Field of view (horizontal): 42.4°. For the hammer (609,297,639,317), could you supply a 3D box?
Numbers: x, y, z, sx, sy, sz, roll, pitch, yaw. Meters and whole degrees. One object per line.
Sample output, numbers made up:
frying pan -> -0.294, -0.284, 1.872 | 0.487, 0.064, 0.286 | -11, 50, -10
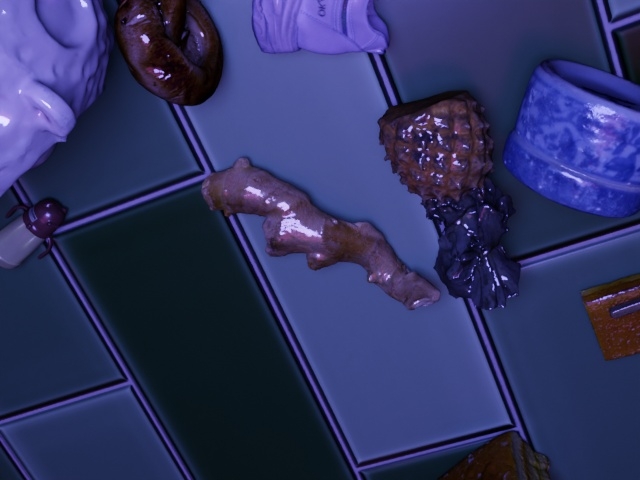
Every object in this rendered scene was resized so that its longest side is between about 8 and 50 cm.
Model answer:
hammer -> 0.439, 0.027, 0.839 | 0.292, 0.029, 0.058 | -23, 108, 18

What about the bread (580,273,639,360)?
bread -> 0.352, 0.084, 0.930 | 0.094, 0.035, 0.090 | -19, 112, 15

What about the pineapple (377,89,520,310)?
pineapple -> 0.144, -0.036, 0.855 | 0.111, 0.119, 0.237 | -18, 108, 15

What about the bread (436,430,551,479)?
bread -> 0.177, 0.358, 0.999 | 0.110, 0.184, 0.234 | 38, 112, -8

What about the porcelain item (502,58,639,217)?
porcelain item -> 0.257, -0.096, 0.793 | 0.147, 0.147, 0.114 | 17, 118, -2

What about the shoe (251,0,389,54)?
shoe -> 0.015, -0.285, 0.764 | 0.138, 0.095, 0.245 | 9, 120, -2

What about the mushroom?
mushroom -> -0.153, -0.204, 0.784 | 0.080, 0.135, 0.170 | -15, 140, 9

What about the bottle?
bottle -> -0.337, -0.010, 0.959 | 0.101, 0.047, 0.063 | -36, 121, 16

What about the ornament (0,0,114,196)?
ornament -> -0.359, -0.176, 0.718 | 0.337, 0.337, 0.337 | 3, 116, 5

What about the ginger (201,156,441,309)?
ginger -> 0.000, 0.000, 0.910 | 0.288, 0.075, 0.089 | 31, 92, -3
